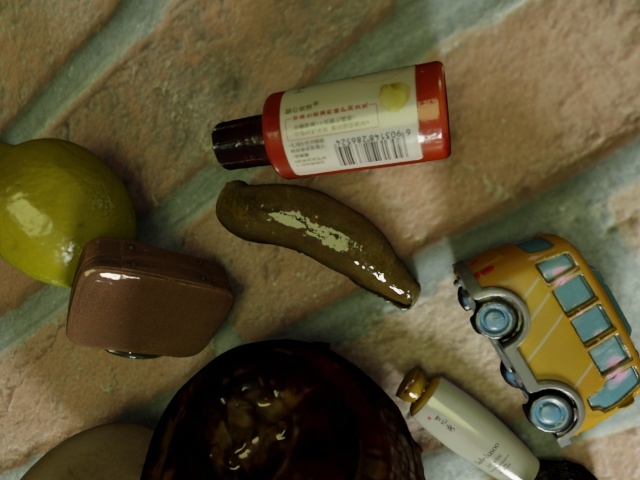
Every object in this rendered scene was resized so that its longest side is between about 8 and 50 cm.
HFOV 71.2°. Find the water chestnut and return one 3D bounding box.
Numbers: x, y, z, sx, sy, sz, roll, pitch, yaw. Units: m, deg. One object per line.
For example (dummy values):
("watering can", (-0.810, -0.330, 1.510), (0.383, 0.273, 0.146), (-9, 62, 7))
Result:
("water chestnut", (-0.044, 0.297, 0.542), (0.350, 0.351, 0.302), (14, 145, 15))

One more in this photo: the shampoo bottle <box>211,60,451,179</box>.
("shampoo bottle", (0.005, -0.129, 0.522), (0.277, 0.104, 0.105), (-5, 98, 18))

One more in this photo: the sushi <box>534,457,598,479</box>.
("sushi", (0.270, 0.336, 0.533), (0.090, 0.078, 0.150), (34, 109, 10))

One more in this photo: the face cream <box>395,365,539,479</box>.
("face cream", (0.179, 0.231, 0.557), (0.182, 0.051, 0.072), (37, 112, 9))

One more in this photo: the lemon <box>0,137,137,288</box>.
("lemon", (-0.352, -0.033, 0.616), (0.184, 0.184, 0.248), (-33, 106, 20))

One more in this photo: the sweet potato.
("sweet potato", (0.003, -0.005, 0.566), (0.285, 0.085, 0.112), (24, 140, 1))

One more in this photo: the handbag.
("handbag", (-0.229, 0.084, 0.595), (0.151, 0.193, 0.072), (-56, 38, 21))

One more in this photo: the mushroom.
("mushroom", (-0.304, 0.439, 0.643), (0.292, 0.292, 0.290), (4, 118, 17))

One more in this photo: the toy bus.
("toy bus", (0.243, 0.094, 0.478), (0.136, 0.126, 0.210), (-30, 90, 11))
